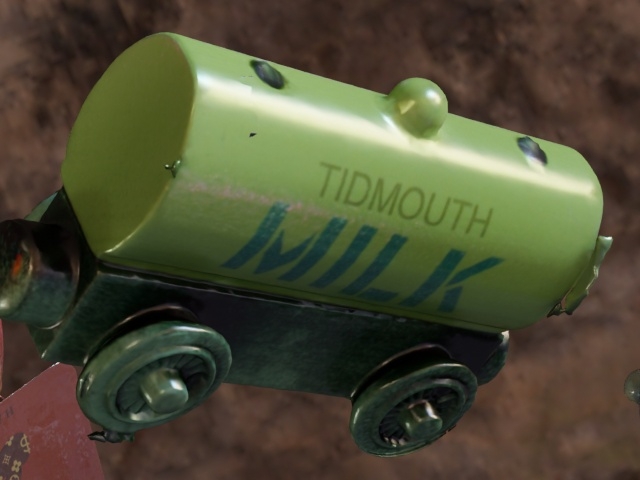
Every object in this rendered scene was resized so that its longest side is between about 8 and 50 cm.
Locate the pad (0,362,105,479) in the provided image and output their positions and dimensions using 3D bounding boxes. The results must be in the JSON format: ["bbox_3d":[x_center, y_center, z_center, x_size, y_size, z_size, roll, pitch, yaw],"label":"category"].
[{"bbox_3d":[-0.290,0.236,1.654,0.267,0.004,0.181,-38,-51,-39],"label":"pad"}]

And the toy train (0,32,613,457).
[{"bbox_3d":[0.000,0.000,0.735,0.253,0.105,0.157,13,-54,-39],"label":"toy train"}]

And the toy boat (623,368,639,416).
[{"bbox_3d":[0.363,0.065,1.852,0.215,0.123,0.330,-53,-32,-46],"label":"toy boat"}]

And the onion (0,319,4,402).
[{"bbox_3d":[-0.451,0.112,1.847,0.341,0.341,0.341,-20,-24,-9],"label":"onion"}]
